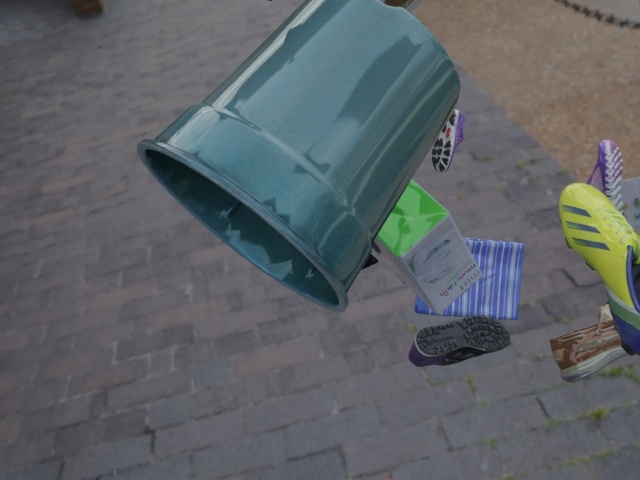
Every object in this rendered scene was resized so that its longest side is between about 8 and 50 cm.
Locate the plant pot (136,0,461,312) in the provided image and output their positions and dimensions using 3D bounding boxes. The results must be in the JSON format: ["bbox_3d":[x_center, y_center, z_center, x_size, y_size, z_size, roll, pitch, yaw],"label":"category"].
[{"bbox_3d":[-0.005,-0.138,1.111,0.334,0.341,0.341,-52,38,-12],"label":"plant pot"}]

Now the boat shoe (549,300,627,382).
[{"bbox_3d":[0.629,0.180,1.740,0.324,0.116,0.123,-32,-14,16],"label":"boat shoe"}]

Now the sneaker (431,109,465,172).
[{"bbox_3d":[0.345,-0.256,2.166,0.071,0.170,0.068,19,-3,-37],"label":"sneaker"}]

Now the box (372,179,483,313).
[{"bbox_3d":[0.154,-0.021,1.569,0.126,0.231,0.262,-41,49,-1],"label":"box"}]

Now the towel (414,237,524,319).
[{"bbox_3d":[0.451,0.112,2.504,0.335,0.243,0.040,5,1,-11],"label":"towel"}]

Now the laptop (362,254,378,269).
[{"bbox_3d":[0.000,0.000,2.397,0.264,0.234,0.137,-28,37,35],"label":"laptop"}]

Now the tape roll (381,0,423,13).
[{"bbox_3d":[0.080,-0.440,1.268,0.246,0.169,0.246,-40,-5,-5],"label":"tape roll"}]

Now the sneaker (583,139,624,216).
[{"bbox_3d":[0.707,-0.139,2.108,0.104,0.237,0.095,9,25,38],"label":"sneaker"}]

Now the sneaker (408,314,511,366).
[{"bbox_3d":[0.371,0.281,2.253,0.283,0.124,0.107,-3,57,-16],"label":"sneaker"}]

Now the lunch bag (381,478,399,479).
[{"bbox_3d":[0.170,0.638,1.814,0.258,0.120,0.293,24,12,40],"label":"lunch bag"}]

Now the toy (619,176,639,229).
[{"bbox_3d":[0.880,-0.108,2.202,0.237,0.137,0.056,-15,-3,43],"label":"toy"}]

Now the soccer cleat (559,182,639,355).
[{"bbox_3d":[0.408,0.018,1.114,0.093,0.121,0.289,-7,52,-10],"label":"soccer cleat"}]
